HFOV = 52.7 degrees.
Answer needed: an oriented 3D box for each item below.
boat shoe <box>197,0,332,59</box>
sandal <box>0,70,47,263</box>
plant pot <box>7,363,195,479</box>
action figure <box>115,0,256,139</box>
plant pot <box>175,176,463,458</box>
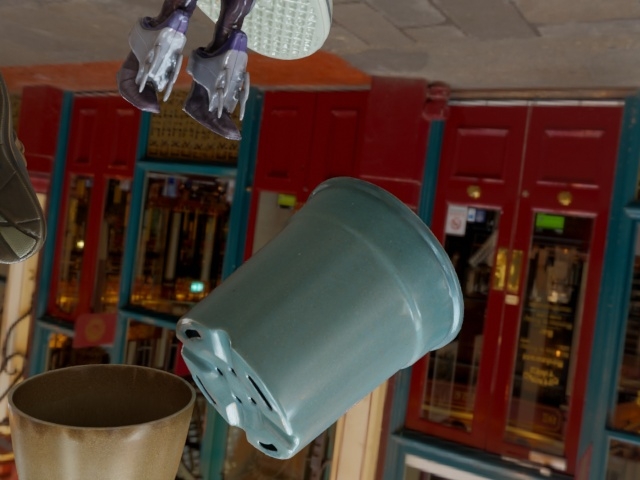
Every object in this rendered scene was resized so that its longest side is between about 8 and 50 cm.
[{"bbox_3d":[-0.120,-0.418,0.691,0.187,0.156,0.500,-4,139,35],"label":"boat shoe"},{"bbox_3d":[-0.321,-0.080,0.635,0.090,0.219,0.060,-26,174,-2],"label":"sandal"},{"bbox_3d":[-0.297,0.325,0.877,0.237,0.254,0.237,5,-173,-1],"label":"plant pot"},{"bbox_3d":[-0.077,-0.240,0.549,0.185,0.285,0.099,9,-154,-33],"label":"action figure"},{"bbox_3d":[-0.015,0.128,0.998,0.334,0.341,0.341,-37,-153,-32],"label":"plant pot"}]
